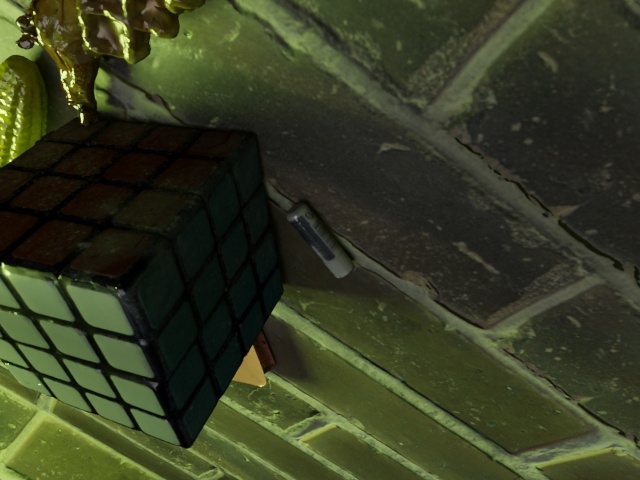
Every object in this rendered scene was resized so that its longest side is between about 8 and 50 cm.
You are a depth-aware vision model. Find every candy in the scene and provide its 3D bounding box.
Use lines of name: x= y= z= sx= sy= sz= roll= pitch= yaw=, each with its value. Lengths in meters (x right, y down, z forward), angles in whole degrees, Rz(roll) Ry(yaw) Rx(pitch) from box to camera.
candy: x=-0.491 y=-0.212 z=0.782 sx=0.106 sy=0.094 sz=0.199 roll=37 pitch=128 yaw=-9

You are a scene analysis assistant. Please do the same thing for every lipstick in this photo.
lipstick: x=0.000 y=0.000 z=0.784 sx=0.040 sy=0.040 sz=0.141 roll=-20 pitch=120 yaw=37

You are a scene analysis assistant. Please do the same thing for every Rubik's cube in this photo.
Rubik's cube: x=-0.285 y=0.043 z=0.742 sx=0.344 sy=0.344 sz=0.337 roll=11 pitch=134 yaw=18

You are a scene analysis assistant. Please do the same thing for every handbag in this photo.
handbag: x=-0.197 y=0.229 z=1.074 sx=0.157 sy=0.059 sz=0.212 roll=3 pitch=130 yaw=21

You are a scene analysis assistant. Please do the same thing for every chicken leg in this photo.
chicken leg: x=-0.357 y=-0.256 z=0.681 sx=0.101 sy=0.085 sz=0.207 roll=1 pitch=140 yaw=-11

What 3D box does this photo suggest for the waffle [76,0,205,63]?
waffle: x=-0.258 y=-0.347 z=0.479 sx=0.324 sy=0.151 sz=0.261 roll=32 pitch=134 yaw=-28
